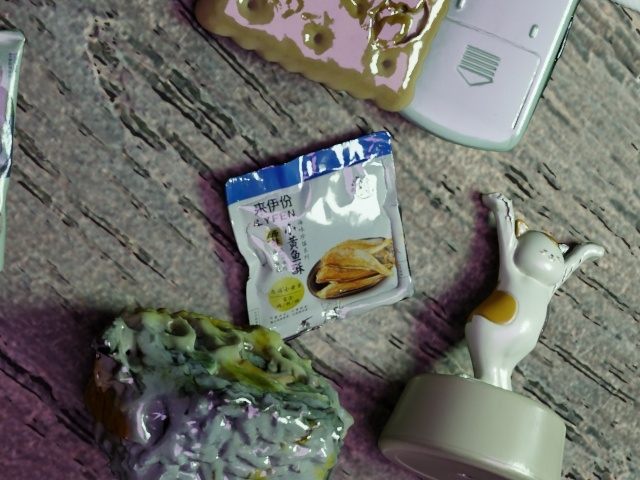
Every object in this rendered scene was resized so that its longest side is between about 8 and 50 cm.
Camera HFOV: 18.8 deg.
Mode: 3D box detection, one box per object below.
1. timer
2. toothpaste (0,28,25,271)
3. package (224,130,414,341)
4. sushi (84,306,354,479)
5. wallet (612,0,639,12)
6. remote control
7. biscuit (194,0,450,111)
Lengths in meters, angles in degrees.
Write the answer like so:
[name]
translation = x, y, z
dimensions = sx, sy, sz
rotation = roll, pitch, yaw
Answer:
[timer]
translation = 0.174, 0.100, 1.826
dimensions = 0.175, 0.175, 0.266
rotation = 26, 74, -28
[toothpaste]
translation = -0.282, -0.061, 1.616
dimensions = 0.060, 0.038, 0.233
rotation = -1, 102, -26
[package]
translation = 0.000, 0.000, 1.766
dimensions = 0.171, 0.027, 0.173
rotation = -18, 116, -20
[sushi]
translation = -0.098, 0.150, 1.667
dimensions = 0.274, 0.184, 0.139
rotation = 14, 110, -26
[wallet]
translation = 0.327, -0.269, 1.823
dimensions = 0.183, 0.032, 0.124
rotation = 19, 116, -28
[remote control]
translation = 0.168, -0.229, 1.750
dimensions = 0.140, 0.056, 0.296
rotation = 20, 95, -6
[biscuit]
translation = 0.043, -0.292, 1.674
dimensions = 0.217, 0.044, 0.325
rotation = 23, 94, -15
